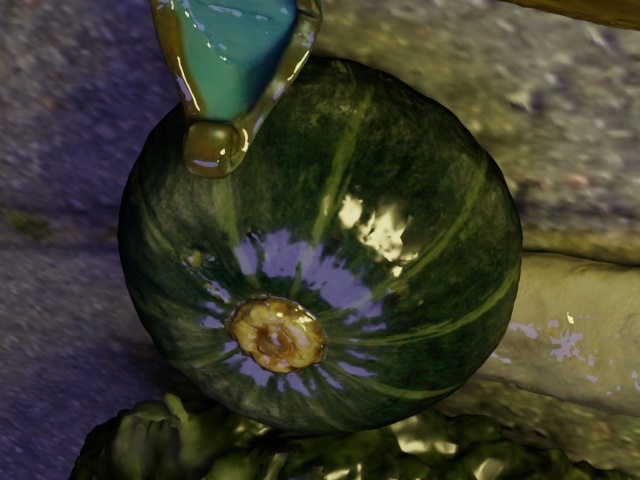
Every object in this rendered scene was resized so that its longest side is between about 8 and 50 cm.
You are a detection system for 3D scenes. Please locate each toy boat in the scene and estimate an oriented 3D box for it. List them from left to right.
[{"bbox_3d":[-0.034,-0.106,0.661,0.075,0.077,0.185,15,140,12],"label":"toy boat"}]

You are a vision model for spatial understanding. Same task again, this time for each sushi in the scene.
[{"bbox_3d":[0.006,0.190,0.993,0.294,0.178,0.352,26,155,-30],"label":"sushi"}]

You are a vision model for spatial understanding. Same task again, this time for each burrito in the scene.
[{"bbox_3d":[0.112,0.043,0.854,0.275,0.059,0.082,7,140,24],"label":"burrito"}]

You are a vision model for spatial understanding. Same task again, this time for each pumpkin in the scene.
[{"bbox_3d":[0.000,0.002,0.789,0.167,0.125,0.167,21,139,19],"label":"pumpkin"}]

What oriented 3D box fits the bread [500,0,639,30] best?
[{"bbox_3d":[0.091,-0.149,0.412,0.341,0.210,0.300,19,152,3],"label":"bread"}]
